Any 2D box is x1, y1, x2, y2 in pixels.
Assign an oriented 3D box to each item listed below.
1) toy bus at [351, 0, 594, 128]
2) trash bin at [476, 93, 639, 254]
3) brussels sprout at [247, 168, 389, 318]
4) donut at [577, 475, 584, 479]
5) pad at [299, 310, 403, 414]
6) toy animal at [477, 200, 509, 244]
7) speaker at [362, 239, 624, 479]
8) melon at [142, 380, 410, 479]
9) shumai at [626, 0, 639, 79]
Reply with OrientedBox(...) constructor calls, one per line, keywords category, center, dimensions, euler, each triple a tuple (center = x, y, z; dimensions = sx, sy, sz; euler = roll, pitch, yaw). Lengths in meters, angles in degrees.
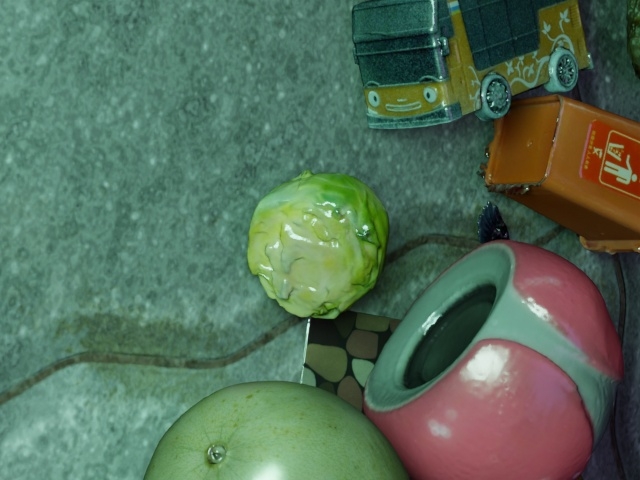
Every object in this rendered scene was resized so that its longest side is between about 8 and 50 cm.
OrientedBox(category="toy bus", center=(0.171, -0.225, 1.893), dimensions=(0.275, 0.138, 0.167), euler=(-24, 107, -42))
OrientedBox(category="trash bin", center=(0.317, -0.084, 2.030), dimensions=(0.238, 0.184, 0.161), euler=(20, 79, -31))
OrientedBox(category="brussels sprout", center=(0.003, -0.003, 1.757), dimensions=(0.149, 0.151, 0.122), euler=(49, 26, -5))
OrientedBox(category="donut", center=(0.234, 0.357, 1.989), dimensions=(0.208, 0.128, 0.261), euler=(-46, 121, -33))
OrientedBox(category="pad", center=(0.062, 0.164, 1.901), dimensions=(0.235, 0.003, 0.158), euler=(13, 83, -43))
OrientedBox(category="toy animal", center=(0.237, 0.057, 2.033), dimensions=(0.220, 0.062, 0.108), euler=(59, 37, -27))
OrientedBox(category="speaker", center=(0.191, 0.140, 1.818), dimensions=(0.294, 0.294, 0.294), euler=(-3, 94, -43))
OrientedBox(category="melon", center=(-0.036, 0.284, 1.639), dimensions=(0.268, 0.268, 0.330), euler=(-62, 146, -21))
OrientedBox(category="shumai", center=(0.456, -0.344, 2.181), dimensions=(0.222, 0.203, 0.272), euler=(-8, 132, -44))
